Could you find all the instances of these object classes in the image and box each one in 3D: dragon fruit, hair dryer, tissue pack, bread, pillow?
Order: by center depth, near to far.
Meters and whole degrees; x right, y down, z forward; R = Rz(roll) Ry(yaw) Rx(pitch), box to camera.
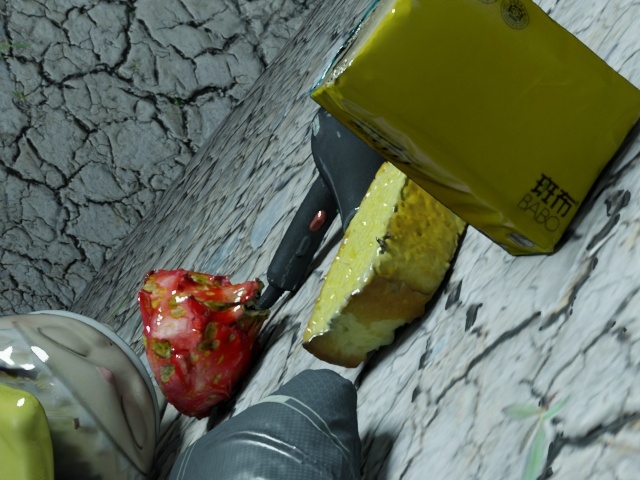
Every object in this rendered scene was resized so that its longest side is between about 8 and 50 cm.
[{"bbox_3d":[-0.042,0.193,0.669,0.161,0.093,0.335,-45,16,24],"label":"pillow"},{"bbox_3d":[0.094,-0.084,0.734,0.120,0.169,0.082,-55,15,-8],"label":"tissue pack"},{"bbox_3d":[0.051,0.008,0.899,0.103,0.065,0.187,-40,17,45],"label":"bread"},{"bbox_3d":[0.000,0.000,1.162,0.235,0.091,0.271,-93,27,-56],"label":"hair dryer"},{"bbox_3d":[-0.094,0.089,1.169,0.111,0.153,0.153,-15,26,15],"label":"dragon fruit"}]

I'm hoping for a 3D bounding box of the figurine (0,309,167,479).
[{"bbox_3d":[-0.256,0.242,1.266,0.378,0.266,0.361,-15,-58,-57],"label":"figurine"}]
